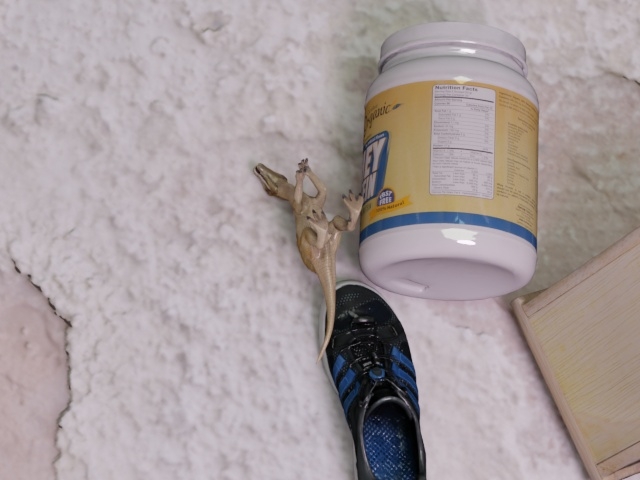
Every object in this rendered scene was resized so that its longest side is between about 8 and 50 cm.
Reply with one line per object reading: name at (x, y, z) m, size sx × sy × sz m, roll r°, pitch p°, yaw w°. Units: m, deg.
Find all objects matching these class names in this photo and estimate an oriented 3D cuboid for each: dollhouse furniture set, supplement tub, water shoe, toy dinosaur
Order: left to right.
toy dinosaur at (0.000, 0.000, 1.579) m, size 0.053 × 0.092 × 0.183 m, roll -8°, pitch 60°, yaw -23°
water shoe at (0.051, 0.121, 1.556) m, size 0.073 × 0.080 × 0.203 m, roll -10°, pitch 74°, yaw -13°
supplement tub at (0.106, -0.063, 1.592) m, size 0.144 × 0.144 × 0.200 m, roll 5°, pitch 71°, yaw -8°
dollhouse furniture set at (0.401, 0.040, 1.609) m, size 0.394 × 0.256 × 0.362 m, roll -14°, pitch 75°, yaw -36°
